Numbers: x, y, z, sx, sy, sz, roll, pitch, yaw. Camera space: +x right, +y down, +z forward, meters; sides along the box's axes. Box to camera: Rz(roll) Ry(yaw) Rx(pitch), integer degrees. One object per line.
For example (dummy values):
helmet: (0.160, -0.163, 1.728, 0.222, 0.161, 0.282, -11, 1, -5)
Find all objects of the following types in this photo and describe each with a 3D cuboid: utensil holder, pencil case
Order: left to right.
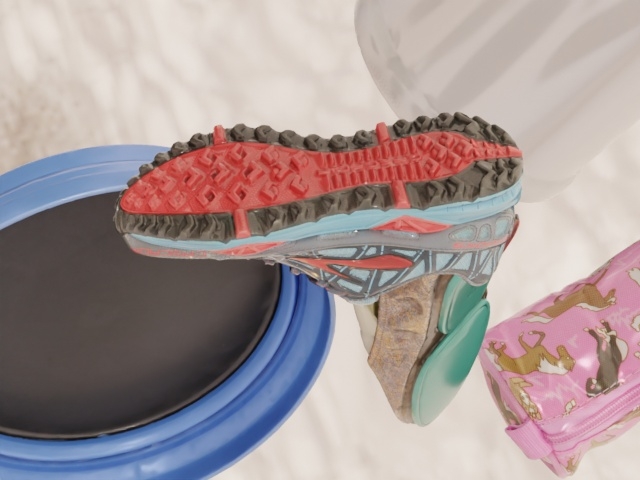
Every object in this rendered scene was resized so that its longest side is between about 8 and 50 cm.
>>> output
utensil holder: (0.281, -0.277, 1.947, 0.385, 0.327, 0.328, -41, 66, 34)
pencil case: (0.325, 0.065, 1.651, 0.160, 0.386, 0.167, 59, 180, 15)

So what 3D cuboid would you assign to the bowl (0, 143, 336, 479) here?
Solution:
bowl: (-0.183, 0.079, 1.533, 0.077, 0.391, 0.391, -114, 19, -44)

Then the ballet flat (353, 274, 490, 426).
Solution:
ballet flat: (0.077, 0.040, 1.411, 0.106, 0.107, 0.316, 40, 154, 17)

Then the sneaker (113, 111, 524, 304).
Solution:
sneaker: (0.000, 0.000, 1.156, 0.104, 0.261, 0.125, -91, -3, -48)
